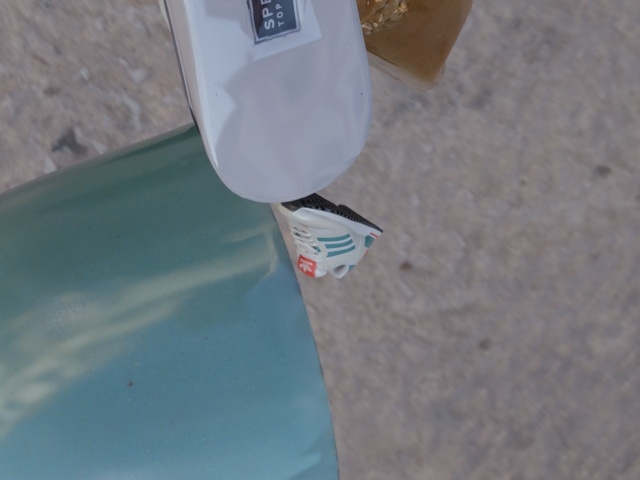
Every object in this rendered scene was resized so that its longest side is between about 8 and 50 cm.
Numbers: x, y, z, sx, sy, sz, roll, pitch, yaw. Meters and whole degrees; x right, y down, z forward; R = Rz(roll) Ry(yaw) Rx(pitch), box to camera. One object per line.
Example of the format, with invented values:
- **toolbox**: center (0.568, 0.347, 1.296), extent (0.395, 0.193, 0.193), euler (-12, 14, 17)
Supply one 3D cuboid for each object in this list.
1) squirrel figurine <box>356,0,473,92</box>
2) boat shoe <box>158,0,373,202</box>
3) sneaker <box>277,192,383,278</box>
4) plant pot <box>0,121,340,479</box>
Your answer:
- **squirrel figurine**: center (0.051, -0.347, 1.242), extent (0.281, 0.397, 0.370), euler (24, 92, -2)
- **boat shoe**: center (-0.029, -0.144, 0.590), extent (0.096, 0.088, 0.267), euler (-18, 129, -10)
- **sneaker**: center (0.000, 0.000, 1.490), extent (0.075, 0.057, 0.161), euler (-59, 152, 6)
- **plant pot**: center (-0.148, 0.090, 0.994), extent (0.235, 0.293, 0.293), euler (-15, 114, -14)
